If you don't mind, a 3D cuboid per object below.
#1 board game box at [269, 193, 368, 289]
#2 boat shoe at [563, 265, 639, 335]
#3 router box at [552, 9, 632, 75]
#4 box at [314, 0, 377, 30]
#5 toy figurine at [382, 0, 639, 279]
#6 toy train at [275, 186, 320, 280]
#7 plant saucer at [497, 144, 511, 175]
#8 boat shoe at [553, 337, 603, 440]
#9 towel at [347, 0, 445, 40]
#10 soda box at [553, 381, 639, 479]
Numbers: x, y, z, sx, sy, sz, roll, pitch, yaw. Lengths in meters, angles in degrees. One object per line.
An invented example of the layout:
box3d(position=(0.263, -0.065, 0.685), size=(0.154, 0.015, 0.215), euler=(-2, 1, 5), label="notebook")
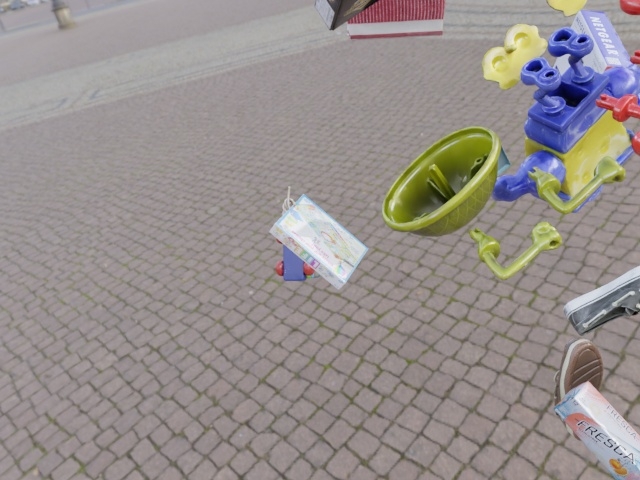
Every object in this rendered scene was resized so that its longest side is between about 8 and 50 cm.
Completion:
box3d(position=(0.000, 0.000, 0.881), size=(0.154, 0.026, 0.103), euler=(40, 44, -1), label="board game box")
box3d(position=(0.590, 0.115, 0.977), size=(0.219, 0.077, 0.070), euler=(-34, 47, 19), label="boat shoe")
box3d(position=(0.809, -0.488, 1.561), size=(0.082, 0.301, 0.336), euler=(6, 49, 2), label="router box")
box3d(position=(0.138, -0.541, 0.917), size=(0.295, 0.073, 0.293), euler=(-35, 4, -7), label="box")
box3d(position=(0.258, -0.078, 0.505), size=(0.363, 0.217, 0.191), euler=(-48, 46, -3), label="toy figurine")
box3d(position=(-0.045, -0.014, 1.382), size=(0.105, 0.248, 0.143), euler=(-3, -6, 26), label="toy train")
box3d(position=(0.519, -0.245, 1.509), size=(0.067, 0.192, 0.018), euler=(-40, 59, 14), label="plant saucer")
box3d(position=(0.547, 0.314, 1.109), size=(0.095, 0.258, 0.095), euler=(-14, 23, -10), label="boat shoe")
box3d(position=(0.174, -0.646, 1.175), size=(0.236, 0.330, 0.037), euler=(0, 23, 6), label="towel")
box3d(position=(0.501, 0.342, 0.877), size=(0.062, 0.058, 0.183), euler=(-24, 65, -36), label="soda box")
